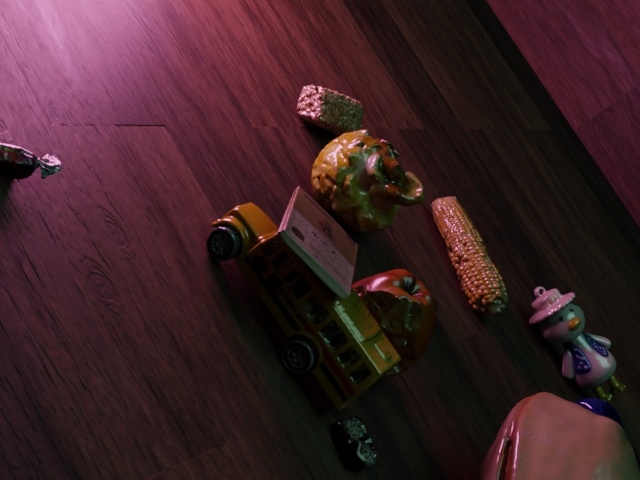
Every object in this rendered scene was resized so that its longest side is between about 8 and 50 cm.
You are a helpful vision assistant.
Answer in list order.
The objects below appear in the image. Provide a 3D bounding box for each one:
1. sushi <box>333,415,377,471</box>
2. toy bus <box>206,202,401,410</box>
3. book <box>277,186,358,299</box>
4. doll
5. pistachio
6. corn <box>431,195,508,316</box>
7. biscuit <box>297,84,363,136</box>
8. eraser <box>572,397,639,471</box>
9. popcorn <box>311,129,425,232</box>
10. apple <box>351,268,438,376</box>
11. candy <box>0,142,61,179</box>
[{"bbox_3d":[0.044,0.297,1.512,0.046,0.044,0.083,-8,60,-35],"label":"sushi"},{"bbox_3d":[-0.024,0.084,1.549,0.335,0.123,0.121,55,25,7],"label":"toy bus"},{"bbox_3d":[0.000,0.000,1.544,0.138,0.016,0.198,45,19,-11],"label":"book"},{"bbox_3d":[0.562,0.224,2.293,0.293,0.138,0.119,56,-13,1],"label":"doll"},{"bbox_3d":[0.369,0.446,1.603,0.365,0.281,0.445,48,40,-31],"label":"pistachio"},{"bbox_3d":[0.307,0.030,2.166,0.086,0.086,0.288,15,45,-50],"label":"corn"},{"bbox_3d":[0.023,-0.254,2.066,0.070,0.082,0.168,16,2,36],"label":"biscuit"},{"bbox_3d":[0.524,0.458,1.919,0.101,0.155,0.332,25,38,-39],"label":"eraser"},{"bbox_3d":[0.091,-0.106,1.881,0.198,0.212,0.198,2,88,-45],"label":"popcorn"},{"bbox_3d":[0.108,0.127,1.657,0.156,0.158,0.147,49,14,15],"label":"apple"},{"bbox_3d":[-0.398,-0.102,1.283,0.175,0.043,0.045,11,50,-47],"label":"candy"}]
